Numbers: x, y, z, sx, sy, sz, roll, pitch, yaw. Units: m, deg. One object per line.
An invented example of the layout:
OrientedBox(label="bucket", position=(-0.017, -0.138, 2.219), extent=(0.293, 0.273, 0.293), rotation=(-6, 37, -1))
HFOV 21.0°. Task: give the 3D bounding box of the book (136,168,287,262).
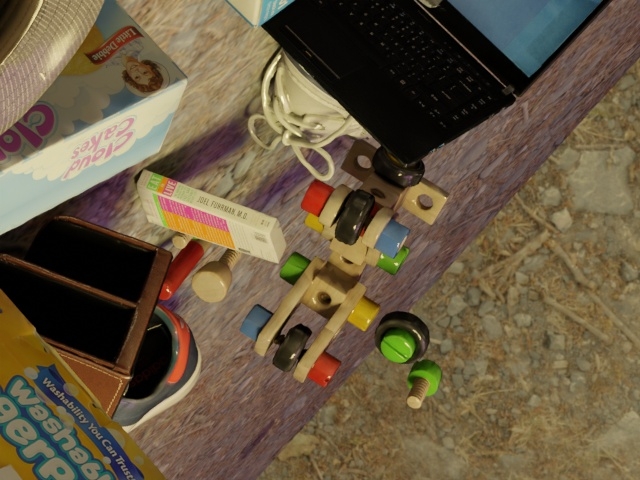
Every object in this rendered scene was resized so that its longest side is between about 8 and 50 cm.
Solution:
OrientedBox(label="book", position=(-0.109, -0.024, 1.731), extent=(0.096, 0.144, 0.035), rotation=(76, 36, -73))

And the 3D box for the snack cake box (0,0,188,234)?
OrientedBox(label="snack cake box", position=(-0.238, -0.086, 1.154), extent=(0.264, 0.152, 0.089), rotation=(-33, 162, -40))

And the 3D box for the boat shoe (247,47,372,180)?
OrientedBox(label="boat shoe", position=(-0.002, -0.141, 1.758), extent=(0.156, 0.136, 0.367), rotation=(-43, 176, 10))

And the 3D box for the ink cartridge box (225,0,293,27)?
OrientedBox(label="ink cartridge box", position=(-0.021, -0.268, 1.258), extent=(0.191, 0.139, 0.082), rotation=(-38, 164, -22))

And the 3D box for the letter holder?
OrientedBox(label="letter holder", position=(-0.296, 0.113, 1.655), extent=(0.302, 0.214, 0.152), rotation=(119, -10, -49))

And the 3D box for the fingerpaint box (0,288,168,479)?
OrientedBox(label="fingerpaint box", position=(-0.316, 0.198, 1.160), extent=(0.371, 0.445, 0.163), rotation=(-28, 161, -49))

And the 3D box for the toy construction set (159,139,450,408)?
OrientedBox(label="toy construction set", position=(0.000, 0.000, 1.902), extent=(0.237, 0.309, 0.257), rotation=(-57, 149, -53))

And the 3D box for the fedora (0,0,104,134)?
OrientedBox(label="fedora", position=(-0.259, -0.153, 0.949), extent=(0.243, 0.124, 0.275), rotation=(-51, 156, 20))

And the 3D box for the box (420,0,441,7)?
OrientedBox(label="box", position=(-0.017, -0.296, 0.860), extent=(0.183, 0.294, 0.296), rotation=(-46, 167, 10))

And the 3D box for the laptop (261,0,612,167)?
OrientedBox(label="laptop", position=(0.098, -0.228, 1.522), extent=(0.264, 0.234, 0.136), rotation=(-31, 160, -42))

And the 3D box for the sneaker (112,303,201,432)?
OrientedBox(label="sneaker", position=(-0.285, 0.198, 1.965), extent=(0.350, 0.131, 0.148), rotation=(-45, 161, -19))
